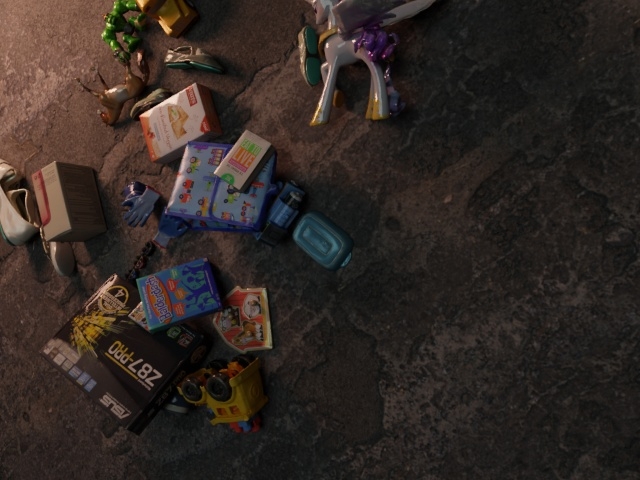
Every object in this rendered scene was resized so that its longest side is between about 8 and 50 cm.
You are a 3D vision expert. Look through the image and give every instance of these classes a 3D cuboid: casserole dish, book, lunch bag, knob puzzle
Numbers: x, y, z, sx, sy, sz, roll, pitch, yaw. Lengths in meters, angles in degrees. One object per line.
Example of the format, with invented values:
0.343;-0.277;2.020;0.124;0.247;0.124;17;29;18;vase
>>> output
0.000;0.000;1.526;0.188;0.037;0.114;40;107;21;casserole dish
-0.197;-0.206;1.501;0.096;0.035;0.144;33;85;22;book
-0.546;-0.127;1.771;0.067;0.098;0.065;-33;57;25;lunch bag
-0.229;0.226;1.642;0.213;0.030;0.212;0;90;27;knob puzzle
-0.238;-0.138;1.563;0.294;0.138;0.220;6;74;26;lunch bag

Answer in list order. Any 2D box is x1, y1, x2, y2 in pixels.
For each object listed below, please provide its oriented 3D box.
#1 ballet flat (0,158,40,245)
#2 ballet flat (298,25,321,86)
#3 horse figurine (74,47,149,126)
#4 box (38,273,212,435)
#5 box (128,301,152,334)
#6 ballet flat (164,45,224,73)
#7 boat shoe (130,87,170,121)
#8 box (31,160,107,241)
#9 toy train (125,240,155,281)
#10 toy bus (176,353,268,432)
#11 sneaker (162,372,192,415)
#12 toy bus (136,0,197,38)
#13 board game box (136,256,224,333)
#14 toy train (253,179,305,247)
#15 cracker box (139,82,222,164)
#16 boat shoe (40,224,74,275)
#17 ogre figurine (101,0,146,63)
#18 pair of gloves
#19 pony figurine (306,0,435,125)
-1.095;-0.172;2.044;0.139;0.139;0.400;-32;80;23;ballet flat
-0.031;-0.485;1.547;0.052;0.057;0.168;-10;80;54;ballet flat
-0.629;-0.486;1.811;0.264;0.066;0.174;-29;111;13;horse figurine
-0.567;0.318;1.693;0.395;0.097;0.318;30;69;24;box
-0.475;0.195;1.683;0.094;0.027;0.137;29;65;25;box
-0.370;-0.535;1.701;0.213;0.072;0.068;13;91;27;ballet flat
-0.523;-0.410;1.783;0.152;0.056;0.049;-33;70;22;boat shoe
-0.810;-0.121;1.873;0.127;0.149;0.232;-21;80;25;box
-0.563;0.070;1.815;0.036;0.027;0.158;39;106;11;toy train
-0.256;0.441;1.604;0.221;0.149;0.211;-14;99;28;toy bus
-0.505;0.413;1.749;0.319;0.112;0.130;16;81;22;sneaker
-0.503;-0.768;1.736;0.108;0.130;0.332;-38;73;21;toy bus
-0.398;0.154;1.648;0.211;0.047;0.160;-19;70;-8;board game box
-0.112;-0.073;1.544;0.184;0.080;0.105;-52;39;13;toy train
-0.417;-0.343;1.723;0.233;0.067;0.155;-22;80;24;cracker box
-0.892;0.028;1.957;0.070;0.078;0.219;-30;68;23;boat shoe
-0.615;-0.668;1.817;0.118;0.097;0.196;26;117;7;ogre figurine
-0.495;-0.070;1.730;0.198;0.023;0.159;36;116;-13;pair of gloves
0.101;-0.470;1.377;0.351;0.303;0.362;3;106;35;pony figurine
